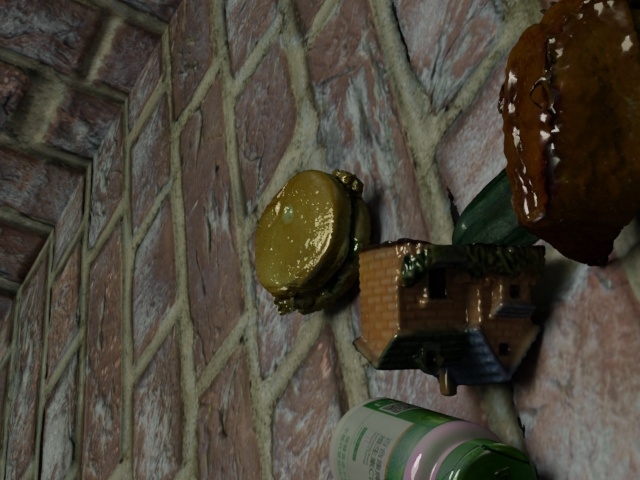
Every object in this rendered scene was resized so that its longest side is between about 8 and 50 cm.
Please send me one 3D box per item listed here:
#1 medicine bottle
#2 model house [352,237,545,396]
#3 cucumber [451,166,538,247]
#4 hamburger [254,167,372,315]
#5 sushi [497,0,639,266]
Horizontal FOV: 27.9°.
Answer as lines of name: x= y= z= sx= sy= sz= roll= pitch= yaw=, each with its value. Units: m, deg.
medicine bottle: x=0.123 y=0.255 z=1.420 sx=0.274 sy=0.133 sz=0.133 roll=2 pitch=73 yaw=64
model house: x=0.141 y=0.090 z=1.447 sx=0.166 sy=0.182 sz=0.172 roll=-8 pitch=79 yaw=62
cucumber: x=0.227 y=-0.045 z=1.530 sx=0.244 sy=0.063 sz=0.115 roll=-49 pitch=30 yaw=41
hamburger: x=0.000 y=0.000 z=1.902 sx=0.215 sy=0.122 sz=0.189 roll=-53 pitch=35 yaw=24
sushi: x=0.280 y=-0.117 z=1.293 sx=0.167 sy=0.179 sz=0.297 roll=-172 pitch=82 yaw=-74
